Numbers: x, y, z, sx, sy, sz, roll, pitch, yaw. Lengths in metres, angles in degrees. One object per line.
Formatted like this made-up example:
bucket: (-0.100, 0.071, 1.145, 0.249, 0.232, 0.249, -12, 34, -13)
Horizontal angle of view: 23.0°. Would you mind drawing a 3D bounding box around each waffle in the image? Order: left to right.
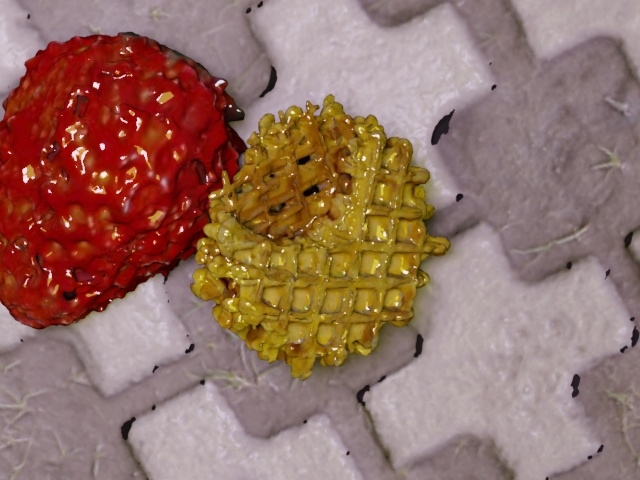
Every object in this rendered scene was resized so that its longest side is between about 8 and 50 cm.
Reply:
waffle: (0.000, 0.000, 1.148, 0.197, 0.070, 0.193, 35, 86, -35)

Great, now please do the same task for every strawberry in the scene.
strawberry: (-0.159, -0.034, 1.137, 0.190, 0.111, 0.236, 32, 93, -11)
